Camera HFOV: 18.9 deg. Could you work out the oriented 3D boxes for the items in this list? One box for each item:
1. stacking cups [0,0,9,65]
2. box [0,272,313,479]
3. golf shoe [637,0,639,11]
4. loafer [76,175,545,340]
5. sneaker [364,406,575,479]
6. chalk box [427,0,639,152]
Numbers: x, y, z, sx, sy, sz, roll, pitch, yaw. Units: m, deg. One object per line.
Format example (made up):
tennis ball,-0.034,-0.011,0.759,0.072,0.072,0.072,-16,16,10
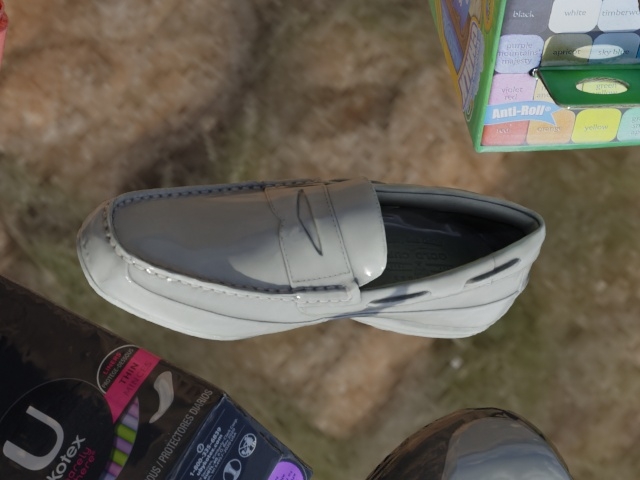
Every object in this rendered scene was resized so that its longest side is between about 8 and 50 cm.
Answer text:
stacking cups,-0.203,0.028,0.887,0.096,0.096,0.316,0,118,-38
box,-0.170,0.156,1.394,0.165,0.270,0.143,-58,141,-13
golf shoe,0.159,-0.115,0.778,0.105,0.273,0.120,-2,149,-3
loafer,0.000,0.000,1.242,0.319,0.112,0.111,1,144,-32
sneaker,-0.004,0.123,0.627,0.101,0.106,0.267,-4,144,-28
chalk box,0.156,-0.141,1.207,0.132,0.213,0.132,-1,134,-9
